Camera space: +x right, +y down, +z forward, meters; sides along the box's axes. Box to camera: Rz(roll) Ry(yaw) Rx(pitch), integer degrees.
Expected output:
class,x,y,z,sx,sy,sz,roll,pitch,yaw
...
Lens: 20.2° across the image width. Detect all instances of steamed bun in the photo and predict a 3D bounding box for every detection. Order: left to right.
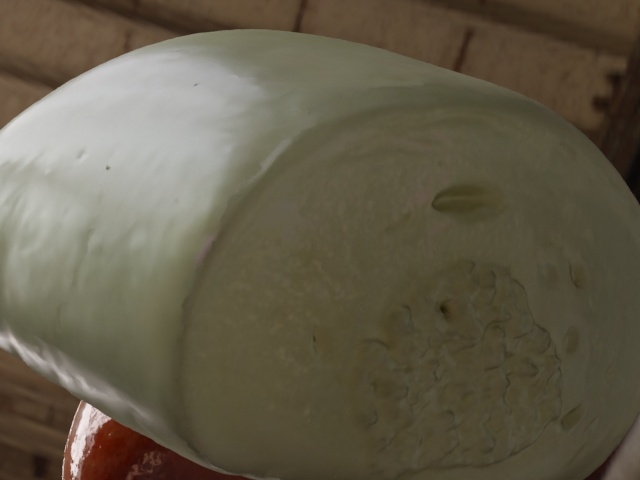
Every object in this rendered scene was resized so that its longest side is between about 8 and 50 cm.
class,x,y,z,sx,sy,sz,roll,pitch,yaw
steamed bun,0.000,0.000,0.688,0.250,0.200,0.154,14,-82,-41

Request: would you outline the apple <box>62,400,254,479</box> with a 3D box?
class,x,y,z,sx,sy,sz,roll,pitch,yaw
apple,-0.090,0.230,1.520,0.251,0.163,0.293,-21,-65,27
